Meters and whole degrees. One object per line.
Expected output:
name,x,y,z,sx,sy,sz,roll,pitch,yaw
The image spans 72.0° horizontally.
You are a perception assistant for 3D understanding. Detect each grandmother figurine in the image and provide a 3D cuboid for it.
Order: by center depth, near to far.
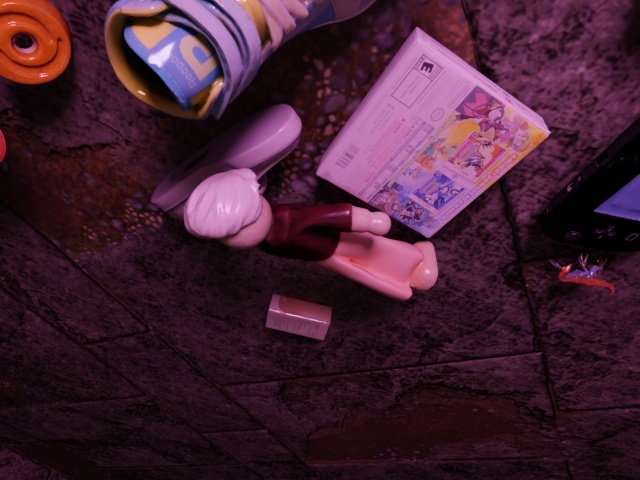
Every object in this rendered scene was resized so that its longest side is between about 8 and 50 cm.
grandmother figurine,0.000,0.000,0.553,0.342,0.104,0.208,17,150,-33

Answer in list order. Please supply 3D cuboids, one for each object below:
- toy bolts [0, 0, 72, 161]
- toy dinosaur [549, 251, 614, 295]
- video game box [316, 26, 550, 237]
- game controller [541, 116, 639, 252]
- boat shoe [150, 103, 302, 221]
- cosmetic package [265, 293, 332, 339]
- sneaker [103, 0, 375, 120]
toy bolts,-0.425,-0.216,0.520,0.218,0.158,0.229,-11,135,-37
toy dinosaur,0.375,0.049,0.626,0.082,0.090,0.047,-24,156,-27
video game box,0.126,-0.113,0.534,0.187,0.048,0.205,29,133,-15
game controller,0.392,-0.083,0.466,0.166,0.067,0.319,17,146,-3
boat shoe,-0.115,-0.083,0.580,0.267,0.096,0.088,-24,129,32
cosmetic package,-0.041,0.143,0.822,0.115,0.041,0.060,14,134,-3
sneaker,-0.042,-0.201,0.368,0.319,0.208,0.127,-20,126,27
